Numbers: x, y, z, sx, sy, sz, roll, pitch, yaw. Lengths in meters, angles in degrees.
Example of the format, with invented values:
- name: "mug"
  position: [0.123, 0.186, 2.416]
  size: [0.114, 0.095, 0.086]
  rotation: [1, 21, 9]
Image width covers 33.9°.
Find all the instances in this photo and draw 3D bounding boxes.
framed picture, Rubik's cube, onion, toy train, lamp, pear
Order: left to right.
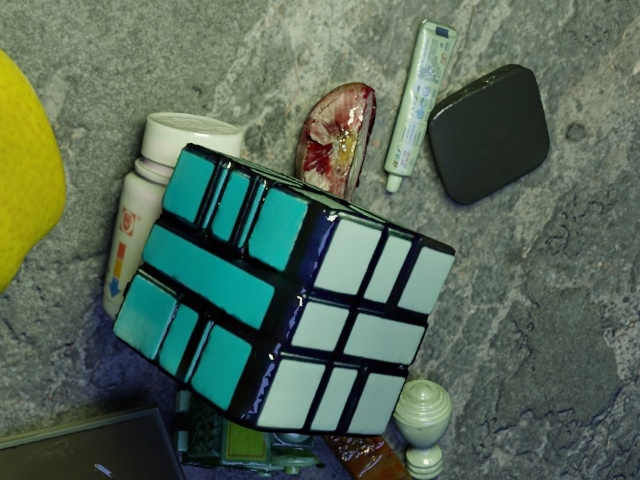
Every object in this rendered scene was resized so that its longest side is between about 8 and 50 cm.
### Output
- name: "pear"
  position: [-0.506, -0.098, 1.210]
  size: [0.418, 0.362, 0.362]
  rotation: [31, 96, -19]
- name: "framed picture"
  position: [-0.353, 0.363, 1.582]
  size: [0.289, 0.016, 0.213]
  rotation: [-14, 115, 3]
- name: "toy train"
  position: [-0.104, 0.272, 1.565]
  size: [0.188, 0.271, 0.159]
  rotation: [7, 78, -21]
- name: "Rubik's cube"
  position: [-0.046, 0.067, 1.330]
  size: [0.293, 0.288, 0.283]
  rotation: [13, 101, -48]
- name: "onion"
  position: [0.016, -0.136, 1.556]
  size: [0.098, 0.151, 0.206]
  rotation: [15, 92, 8]
- name: "lamp"
  position: [0.174, 0.323, 1.791]
  size: [0.106, 0.106, 0.193]
  rotation: [-15, 123, -17]

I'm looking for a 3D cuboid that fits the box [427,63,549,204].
- name: "box"
  position: [0.268, -0.166, 1.666]
  size: [0.212, 0.042, 0.201]
  rotation: [-31, 126, -16]

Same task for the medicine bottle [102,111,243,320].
- name: "medicine bottle"
  position: [-0.202, -0.023, 1.464]
  size: [0.170, 0.170, 0.293]
  rotation: [5, 107, -24]

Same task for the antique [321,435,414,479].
- name: "antique"
  position: [0.078, 0.367, 1.767]
  size: [0.087, 0.093, 0.310]
  rotation: [-36, 118, -6]

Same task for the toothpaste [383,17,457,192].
- name: "toothpaste"
  position: [0.146, -0.203, 1.611]
  size: [0.069, 0.047, 0.268]
  rotation: [14, 102, -11]
